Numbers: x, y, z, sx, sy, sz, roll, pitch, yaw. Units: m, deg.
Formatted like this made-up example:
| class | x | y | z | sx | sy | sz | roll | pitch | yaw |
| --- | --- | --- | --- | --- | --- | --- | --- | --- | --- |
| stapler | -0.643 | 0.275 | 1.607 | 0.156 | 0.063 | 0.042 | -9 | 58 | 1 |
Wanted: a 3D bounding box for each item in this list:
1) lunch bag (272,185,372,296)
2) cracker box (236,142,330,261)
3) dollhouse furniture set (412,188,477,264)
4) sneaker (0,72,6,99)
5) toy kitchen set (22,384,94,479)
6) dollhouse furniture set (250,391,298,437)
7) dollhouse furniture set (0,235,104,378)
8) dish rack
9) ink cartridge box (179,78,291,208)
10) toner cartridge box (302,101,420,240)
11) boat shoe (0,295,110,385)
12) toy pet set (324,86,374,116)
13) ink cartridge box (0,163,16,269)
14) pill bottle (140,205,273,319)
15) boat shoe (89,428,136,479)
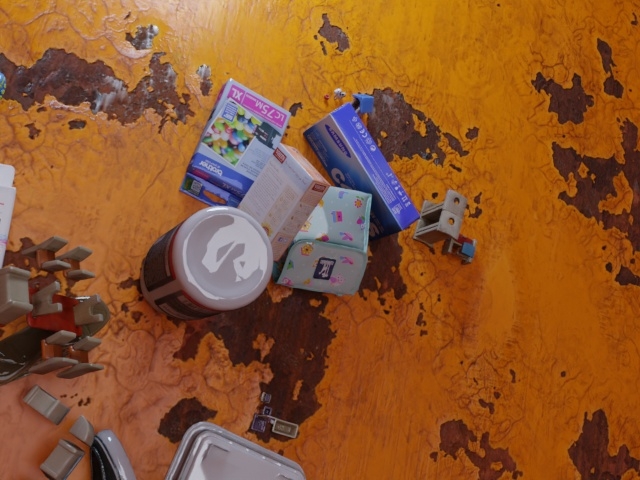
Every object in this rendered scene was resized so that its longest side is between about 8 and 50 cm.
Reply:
| class | x | y | z | sx | sy | sz | roll | pitch | yaw |
| --- | --- | --- | --- | --- | --- | --- | --- | --- | --- |
| lunch bag | 0.000 | 0.000 | 1.936 | 0.223 | 0.160 | 0.262 | 10 | 80 | -24 |
| cracker box | -0.097 | -0.089 | 1.830 | 0.067 | 0.232 | 0.156 | 13 | 29 | -47 |
| dollhouse furniture set | 0.378 | -0.036 | 2.156 | 0.184 | 0.129 | 0.129 | 26 | 69 | -20 |
| sneaker | -0.747 | -0.288 | 1.666 | 0.078 | 0.067 | 0.188 | 23 | 71 | 1 |
| toy kitchen set | -0.577 | 0.431 | 1.593 | 0.166 | 0.122 | 0.207 | 31 | 67 | 10 |
| dollhouse furniture set | -0.090 | 0.419 | 1.846 | 0.114 | 0.081 | 0.091 | 23 | 70 | -22 |
| dollhouse furniture set | -0.559 | 0.131 | 1.527 | 0.259 | 0.135 | 0.262 | 32 | 41 | -60 |
| dish rack | -0.193 | 0.595 | 1.765 | 0.333 | 0.072 | 0.285 | 30 | 67 | -20 |
| ink cartridge box | -0.208 | -0.224 | 1.930 | 0.186 | 0.065 | 0.311 | 27 | 70 | -20 |
| toner cartridge box | 0.104 | -0.172 | 2.021 | 0.075 | 0.165 | 0.348 | -36 | 97 | -28 |
| boat shoe | -0.579 | 0.210 | 1.641 | 0.285 | 0.089 | 0.104 | -29 | 78 | -32 |
| toy pet set | 0.087 | -0.358 | 2.091 | 0.114 | 0.065 | 0.122 | -8 | 68 | -37 |
| ink cartridge box | -0.742 | -0.018 | 1.572 | 0.207 | 0.119 | 0.353 | 11 | 75 | -24 |
| pill bottle | -0.261 | 0.062 | 1.668 | 0.210 | 0.363 | 0.210 | 5 | 78 | -26 |
| boat shoe | -0.440 | 0.566 | 1.610 | 0.119 | 0.121 | 0.335 | -12 | 87 | -33 |
